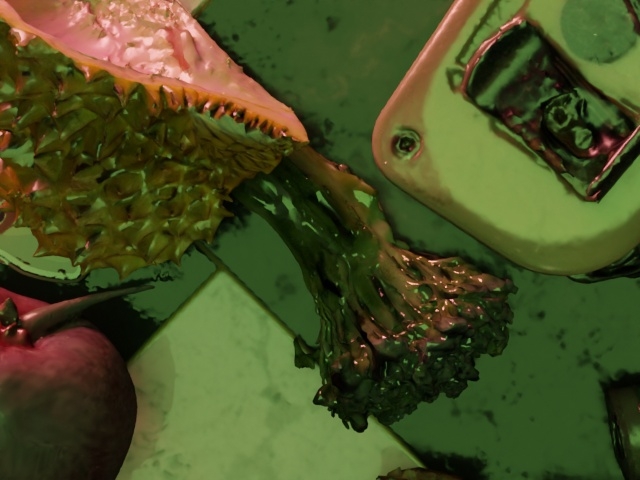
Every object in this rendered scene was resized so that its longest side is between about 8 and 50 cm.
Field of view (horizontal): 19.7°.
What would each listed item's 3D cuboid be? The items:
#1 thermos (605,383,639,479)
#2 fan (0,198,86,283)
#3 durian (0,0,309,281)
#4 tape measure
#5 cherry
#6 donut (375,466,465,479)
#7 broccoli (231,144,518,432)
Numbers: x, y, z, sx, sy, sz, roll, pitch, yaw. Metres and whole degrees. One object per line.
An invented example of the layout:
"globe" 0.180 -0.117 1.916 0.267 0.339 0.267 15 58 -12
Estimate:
"thermos" 0.308 0.125 1.354 0.187 0.083 0.073 -11 113 3
"fan" -0.257 -0.053 1.413 0.220 0.009 0.132 20 91 2
"durian" -0.172 -0.080 1.332 0.305 0.185 0.196 39 118 16
"tape measure" 0.189 -0.111 1.320 0.231 0.133 0.271 32 92 3
"cherry" -0.244 0.129 1.331 0.213 0.183 0.266 22 98 -1
"donut" 0.139 0.237 1.359 0.217 0.085 0.141 13 94 4
"broccoli" 0.003 -0.004 1.346 0.165 0.145 0.304 -40 77 1
